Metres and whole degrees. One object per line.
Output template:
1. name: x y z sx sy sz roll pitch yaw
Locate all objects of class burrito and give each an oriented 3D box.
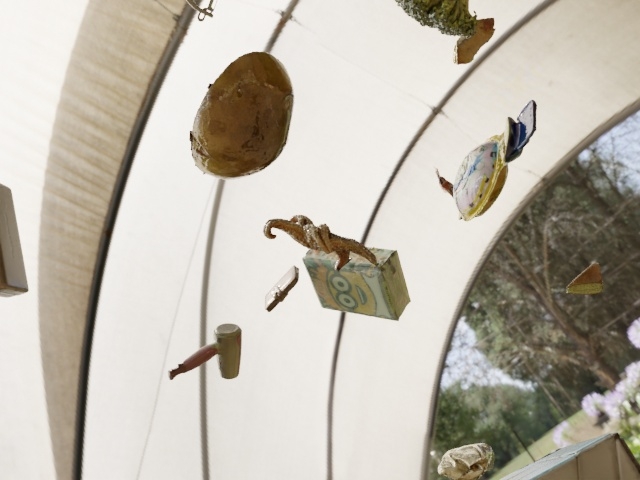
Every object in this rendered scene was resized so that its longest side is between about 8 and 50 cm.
1. burrito: 0.280 0.405 1.081 0.082 0.059 0.275 -10 -20 21

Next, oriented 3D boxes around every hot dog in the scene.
1. hot dog: 0.427 -0.565 1.670 0.169 0.078 0.061 -48 14 -2

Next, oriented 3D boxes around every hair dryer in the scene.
1. hair dryer: -0.216 0.222 1.093 0.154 0.054 0.106 -12 -65 -40

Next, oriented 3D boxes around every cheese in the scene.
1. cheese: 0.278 -0.124 0.953 0.064 0.157 0.250 18 -35 -7

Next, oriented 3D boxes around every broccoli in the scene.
1. broccoli: 0.294 -0.561 1.137 0.221 0.252 0.361 32 -29 -25

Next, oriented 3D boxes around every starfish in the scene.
1. starfish: -0.002 0.003 1.678 0.303 0.311 0.113 28 -93 -48

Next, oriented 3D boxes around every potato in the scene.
1. potato: -0.147 -0.246 1.252 0.239 0.116 0.299 20 -76 -52

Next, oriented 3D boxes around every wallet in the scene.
1. wallet: -0.126 0.154 1.881 0.038 0.118 0.153 41 -78 -17

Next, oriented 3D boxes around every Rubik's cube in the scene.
1. Rubik's cube: 0.463 0.509 1.064 0.230 0.222 0.225 -21 -23 -14

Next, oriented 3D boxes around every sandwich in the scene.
1. sandwich: 0.473 0.072 1.025 0.083 0.044 0.031 -36 -54 -16

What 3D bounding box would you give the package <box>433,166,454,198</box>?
1. package: 0.350 -0.157 1.656 0.033 0.077 0.110 -28 -58 34

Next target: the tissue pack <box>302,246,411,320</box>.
1. tissue pack: 0.116 0.129 1.906 0.128 0.310 0.228 -50 -47 -38

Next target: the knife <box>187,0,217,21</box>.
1. knife: -0.320 -0.521 1.105 0.277 0.053 0.124 19 -84 -18

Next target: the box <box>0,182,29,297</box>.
1. box: -0.672 -0.005 1.221 0.055 0.244 0.103 -16 -13 1
